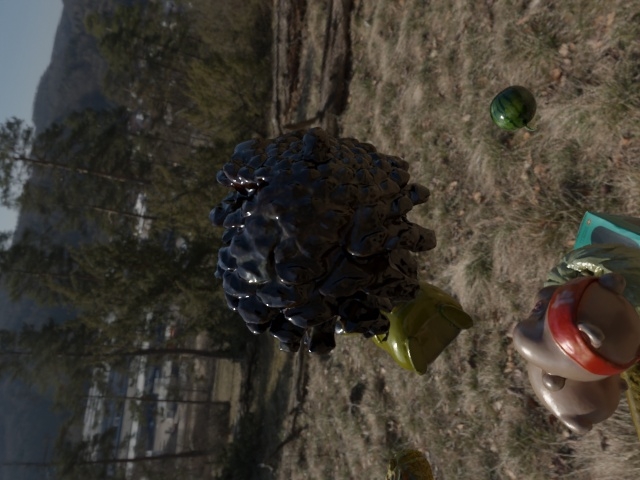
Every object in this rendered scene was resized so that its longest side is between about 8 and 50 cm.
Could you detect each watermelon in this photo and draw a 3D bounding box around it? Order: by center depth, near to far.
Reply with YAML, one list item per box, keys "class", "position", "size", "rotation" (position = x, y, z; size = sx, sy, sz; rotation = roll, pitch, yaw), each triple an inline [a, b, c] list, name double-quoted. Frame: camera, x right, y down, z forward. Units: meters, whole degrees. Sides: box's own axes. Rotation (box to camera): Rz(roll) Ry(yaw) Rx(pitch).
- class: "watermelon"
  position: [0.434, -0.293, 1.055]
  size: [0.109, 0.108, 0.109]
  rotation: [-33, 51, 53]

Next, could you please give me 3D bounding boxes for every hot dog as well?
- class: "hot dog"
  position: [0.620, 0.278, 0.914]
  size: [0.061, 0.087, 0.286]
  rotation: [-19, 79, 36]

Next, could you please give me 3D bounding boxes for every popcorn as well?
- class: "popcorn"
  position: [0.142, 0.383, 0.762]
  size: [0.084, 0.084, 0.084]
  rotation: [-33, 51, 53]

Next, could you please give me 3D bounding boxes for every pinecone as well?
- class: "pinecone"
  position: [0.002, 0.003, 0.620]
  size: [0.298, 0.242, 0.296]
  rotation: [15, 98, 23]

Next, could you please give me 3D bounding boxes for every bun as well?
- class: "bun"
  position: [0.492, 0.078, 0.820]
  size: [0.188, 0.111, 0.164]
  rotation: [12, 81, 45]

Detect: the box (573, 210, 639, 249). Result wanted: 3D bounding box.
- class: "box"
  position: [0.807, 0.029, 1.141]
  size: [0.311, 0.205, 0.118]
  rotation: [-100, 15, -71]

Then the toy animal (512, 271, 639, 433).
- class: "toy animal"
  position: [0.362, 0.148, 0.663]
  size: [0.171, 0.171, 0.198]
  rotation: [-131, 28, -56]

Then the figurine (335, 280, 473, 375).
- class: "figurine"
  position: [0.156, 0.162, 0.971]
  size: [0.218, 0.169, 0.327]
  rotation: [-39, 1, -9]
